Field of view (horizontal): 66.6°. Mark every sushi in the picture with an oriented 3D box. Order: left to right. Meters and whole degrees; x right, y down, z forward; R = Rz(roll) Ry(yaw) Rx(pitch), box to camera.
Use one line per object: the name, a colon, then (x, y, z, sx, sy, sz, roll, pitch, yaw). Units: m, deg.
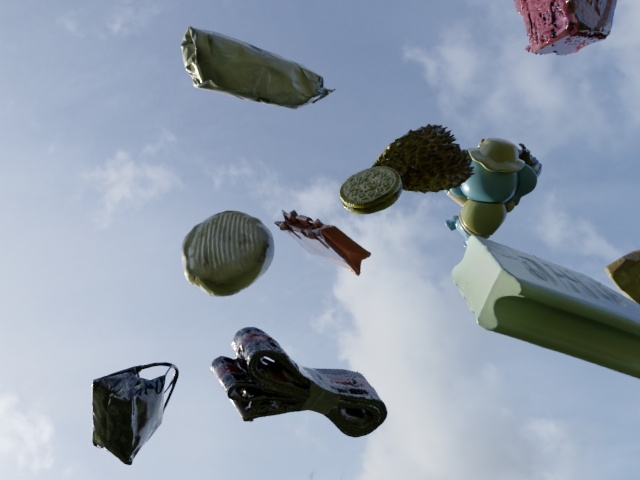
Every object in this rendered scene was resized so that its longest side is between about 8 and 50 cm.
sushi: (0.606, -0.225, 1.537, 0.153, 0.150, 0.172, -46, -54, -9)

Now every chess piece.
chess piece: (0.842, 0.114, 1.265, 0.301, 0.137, 0.137, 32, -68, -34)

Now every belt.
belt: (-0.019, 0.256, 0.842, 0.359, 0.094, 0.126, 28, -88, -37)

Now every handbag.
handbag: (-0.248, 0.221, 0.683, 0.072, 0.139, 0.115, 14, -71, 18)
handbag: (0.000, 0.000, 1.108, 0.157, 0.212, 0.059, 39, -101, -36)

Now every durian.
durian: (0.213, -0.166, 1.016, 0.252, 0.139, 0.144, -26, -77, -25)

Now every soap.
soap: (0.370, 0.100, 0.769, 0.289, 0.173, 0.095, 19, -69, -9)
soap: (0.397, -0.415, 0.789, 0.162, 0.099, 0.250, 23, -107, -26)

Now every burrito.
burrito: (-0.141, -0.419, 1.258, 0.445, 0.101, 0.139, 6, -83, -36)

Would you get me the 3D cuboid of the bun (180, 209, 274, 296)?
bun: (-0.236, 0.040, 1.240, 0.239, 0.239, 0.141, -13, -37, -2)

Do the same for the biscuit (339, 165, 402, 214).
biscuit: (0.065, -0.066, 0.632, 0.084, 0.084, 0.023, -21, -53, 3)

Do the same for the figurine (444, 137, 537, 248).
figurine: (0.376, -0.117, 1.155, 0.154, 0.180, 0.262, -1, -53, -50)
